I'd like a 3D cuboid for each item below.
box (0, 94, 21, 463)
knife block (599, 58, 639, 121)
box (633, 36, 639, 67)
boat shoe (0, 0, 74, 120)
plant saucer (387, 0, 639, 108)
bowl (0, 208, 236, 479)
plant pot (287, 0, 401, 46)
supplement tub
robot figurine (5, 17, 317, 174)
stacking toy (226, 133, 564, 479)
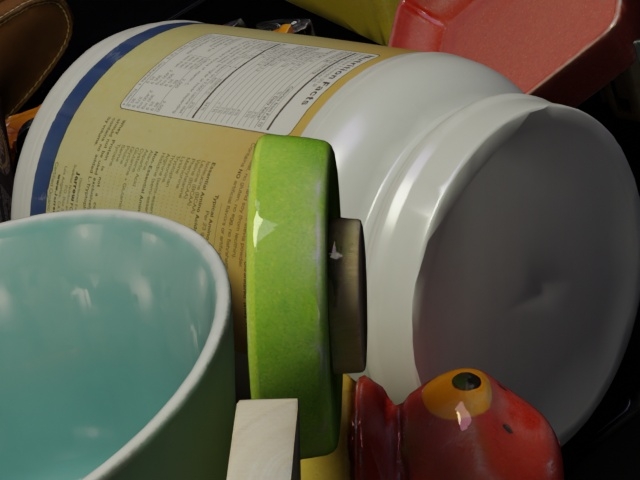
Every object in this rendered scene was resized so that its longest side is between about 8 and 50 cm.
[{"bbox_3d":[-0.350,0.031,1.221,0.318,0.097,0.395,-20,57,5],"label":"box"},{"bbox_3d":[0.297,-0.214,1.371,0.242,0.088,0.276,-16,31,10],"label":"knife block"},{"bbox_3d":[0.273,-0.021,0.916,0.184,0.261,0.103,-36,34,-25],"label":"box"},{"bbox_3d":[-0.301,-0.095,1.544,0.307,0.111,0.104,-46,42,-19],"label":"boat shoe"},{"bbox_3d":[0.132,-0.143,1.278,0.258,0.047,0.259,-39,26,39],"label":"plant saucer"},{"bbox_3d":[-0.165,0.135,0.947,0.311,0.163,0.311,-17,27,9],"label":"bowl"},{"bbox_3d":[0.061,-0.311,1.570,0.212,0.187,0.212,-32,32,-17],"label":"plant pot"},{"bbox_3d":[0.000,0.000,1.081,0.316,0.228,0.228,13,45,43],"label":"supplement tub"},{"bbox_3d":[-0.117,-0.073,1.405,0.291,0.085,0.211,-18,31,7],"label":"robot figurine"},{"bbox_3d":[0.042,0.117,0.761,0.130,0.279,0.309,-1,41,3],"label":"stacking toy"}]
